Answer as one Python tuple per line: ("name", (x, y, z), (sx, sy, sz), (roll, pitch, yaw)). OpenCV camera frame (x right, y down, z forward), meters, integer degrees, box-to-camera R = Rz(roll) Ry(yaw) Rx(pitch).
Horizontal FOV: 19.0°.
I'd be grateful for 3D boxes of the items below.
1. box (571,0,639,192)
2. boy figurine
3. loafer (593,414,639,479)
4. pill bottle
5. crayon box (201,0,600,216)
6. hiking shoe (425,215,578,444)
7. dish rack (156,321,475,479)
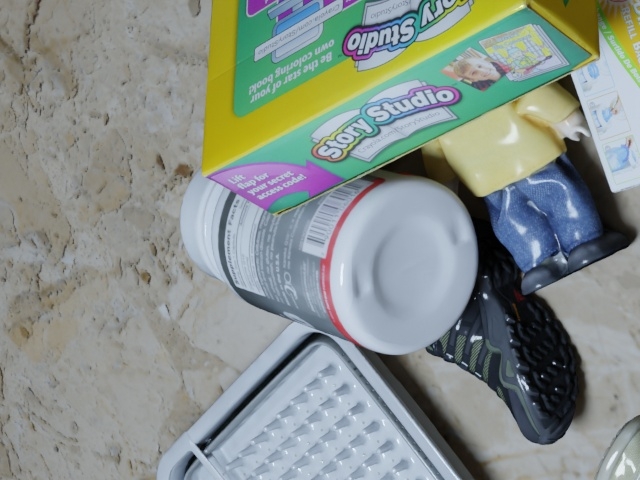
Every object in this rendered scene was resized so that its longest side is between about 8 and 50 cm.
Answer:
("box", (0.279, -0.158, 1.606), (0.103, 0.114, 0.203), (-19, 90, 37))
("boy figurine", (0.160, -0.093, 1.723), (0.177, 0.092, 0.285), (-33, 83, 37))
("loafer", (0.303, 0.282, 1.728), (0.092, 0.102, 0.269), (12, 119, 31))
("pill bottle", (0.000, 0.000, 1.781), (0.283, 0.161, 0.161), (17, 114, 53))
("crayon box", (0.061, -0.231, 1.646), (0.363, 0.106, 0.313), (-25, 51, 38))
("hiking shoe", (0.158, 0.094, 1.792), (0.114, 0.086, 0.227), (-37, 71, 45))
("dish rack", (0.005, 0.256, 1.943), (0.285, 0.072, 0.333), (52, 126, 13))
